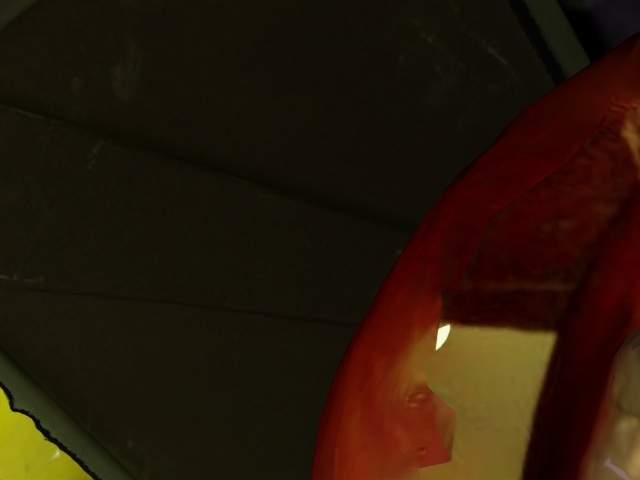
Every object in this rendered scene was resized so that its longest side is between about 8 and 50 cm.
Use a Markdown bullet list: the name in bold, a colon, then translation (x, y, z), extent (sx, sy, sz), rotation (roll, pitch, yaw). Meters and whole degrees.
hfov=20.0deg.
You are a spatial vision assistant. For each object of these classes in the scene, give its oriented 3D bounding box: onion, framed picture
- **onion**: translation (0.179, 0.082, 0.415), extent (0.341, 0.341, 0.341), rotation (21, 152, 11)
- **framed picture**: translation (0.000, 0.000, 0.576), extent (0.289, 0.213, 0.016), rotation (51, 180, -40)

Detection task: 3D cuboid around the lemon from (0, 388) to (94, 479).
- **lemon**: translation (-0.044, 0.154, 0.801), extent (0.321, 0.268, 0.268), rotation (35, 152, -5)
